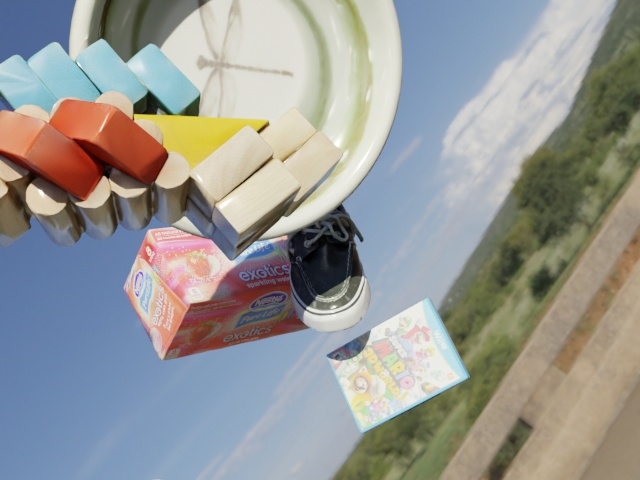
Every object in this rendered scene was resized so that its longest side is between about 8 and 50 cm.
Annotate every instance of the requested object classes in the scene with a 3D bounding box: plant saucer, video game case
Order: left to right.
[{"bbox_3d":[-0.095,-0.201,1.019,0.400,0.400,0.100,-52,28,-10],"label":"plant saucer"},{"bbox_3d":[0.100,0.168,1.178,0.166,0.119,0.015,-31,-22,17],"label":"video game case"}]

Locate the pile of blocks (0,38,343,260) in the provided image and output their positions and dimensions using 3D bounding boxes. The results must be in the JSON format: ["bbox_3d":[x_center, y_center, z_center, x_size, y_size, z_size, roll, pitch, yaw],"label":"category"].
[{"bbox_3d":[-0.164,-0.060,0.455,0.112,0.362,0.148,133,132,-75],"label":"pile of blocks"}]

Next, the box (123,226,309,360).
[{"bbox_3d":[-0.134,0.065,1.402,0.300,0.154,0.142,-7,-39,-39],"label":"box"}]

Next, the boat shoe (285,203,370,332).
[{"bbox_3d":[0.004,-0.001,1.242,0.306,0.113,0.105,-89,-13,-53],"label":"boat shoe"}]
